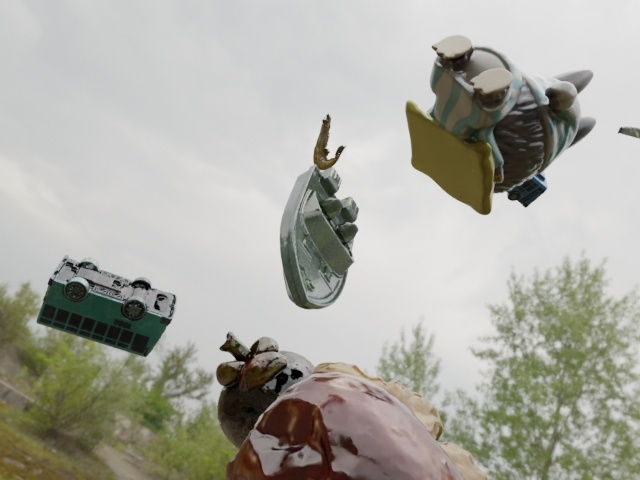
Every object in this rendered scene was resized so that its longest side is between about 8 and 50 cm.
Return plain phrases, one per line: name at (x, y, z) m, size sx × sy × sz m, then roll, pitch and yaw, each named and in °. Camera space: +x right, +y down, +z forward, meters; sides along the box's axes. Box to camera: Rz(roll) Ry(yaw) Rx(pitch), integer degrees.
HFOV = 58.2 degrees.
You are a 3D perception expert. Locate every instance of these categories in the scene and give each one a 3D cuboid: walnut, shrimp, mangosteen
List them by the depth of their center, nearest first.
walnut at (0.049, 0.249, 0.572) m, size 0.269 × 0.244 × 0.221 m, roll 39°, pitch -54°, yaw 23°
mangosteen at (-0.109, 0.279, 1.097) m, size 0.250 × 0.211 × 0.211 m, roll 60°, pitch -29°, yaw -5°
shrimp at (0.021, -0.191, 1.112) m, size 0.023 × 0.114 × 0.083 m, roll 11°, pitch -1°, yaw -41°

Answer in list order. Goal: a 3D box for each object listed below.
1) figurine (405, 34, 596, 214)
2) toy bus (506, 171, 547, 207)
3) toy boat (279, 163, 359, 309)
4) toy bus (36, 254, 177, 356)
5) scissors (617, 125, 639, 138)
figurine at (0.379, -0.281, 1.125) m, size 0.266 × 0.378 × 0.361 m, roll 50°, pitch -16°, yaw 25°
toy bus at (0.528, -0.181, 1.562) m, size 0.185 × 0.090 × 0.106 m, roll 32°, pitch -51°, yaw -22°
toy boat at (0.000, 0.000, 0.863) m, size 0.092 × 0.319 × 0.141 m, roll -24°, pitch -66°, yaw 22°
toy bus at (-0.283, 0.092, 0.772) m, size 0.160 × 0.091 × 0.079 m, roll 22°, pitch 18°, yaw -16°
scissors at (0.554, -0.177, 0.968) m, size 0.212 × 0.110 × 0.021 m, roll 0°, pitch 27°, yaw -34°
